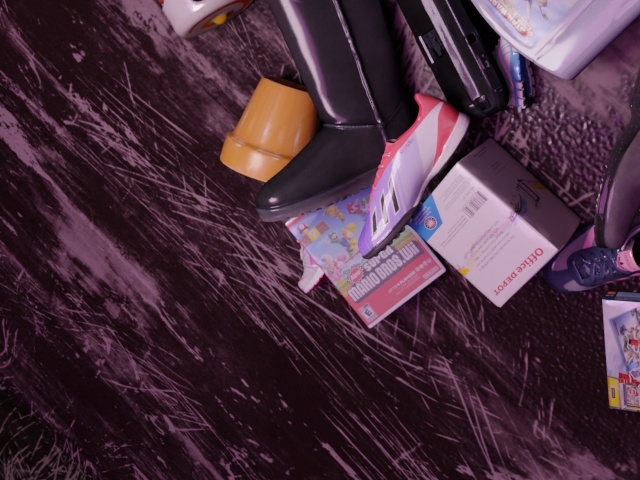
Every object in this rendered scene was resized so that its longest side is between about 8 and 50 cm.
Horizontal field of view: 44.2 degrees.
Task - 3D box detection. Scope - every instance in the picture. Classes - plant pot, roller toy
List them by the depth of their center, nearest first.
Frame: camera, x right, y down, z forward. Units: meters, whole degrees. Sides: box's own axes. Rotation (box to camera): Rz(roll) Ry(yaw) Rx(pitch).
[{"bbox_3d":[-0.233,-0.500,1.579,0.209,0.191,0.146,-25,98,38],"label":"roller toy"},{"bbox_3d":[-0.084,-0.230,1.619,0.205,0.205,0.188,24,108,22],"label":"plant pot"}]

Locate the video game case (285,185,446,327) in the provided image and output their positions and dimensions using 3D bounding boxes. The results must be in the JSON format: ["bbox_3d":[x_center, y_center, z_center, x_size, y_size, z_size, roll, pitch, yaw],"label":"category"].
[{"bbox_3d":[0.094,0.012,1.622,0.204,0.025,0.285,-38,97,7],"label":"video game case"}]

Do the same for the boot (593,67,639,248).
[{"bbox_3d":[0.574,-0.121,1.231,0.222,0.118,0.338,20,103,25],"label":"boot"}]

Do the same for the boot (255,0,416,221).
[{"bbox_3d":[-0.020,-0.300,1.456,0.146,0.367,0.445,23,135,66],"label":"boot"}]

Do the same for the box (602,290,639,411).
[{"bbox_3d":[0.612,0.210,1.453,0.159,0.044,0.233,2,112,32],"label":"box"}]

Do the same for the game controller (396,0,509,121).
[{"bbox_3d":[0.224,-0.361,1.399,0.319,0.067,0.166,62,170,-5],"label":"game controller"}]

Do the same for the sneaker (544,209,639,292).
[{"bbox_3d":[0.517,0.021,1.372,0.319,0.131,0.112,-34,93,39],"label":"sneaker"}]

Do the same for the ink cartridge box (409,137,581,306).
[{"bbox_3d":[0.321,-0.035,1.449,0.232,0.168,0.171,44,128,8],"label":"ink cartridge box"}]

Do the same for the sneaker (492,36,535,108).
[{"bbox_3d":[0.323,-0.324,1.381,0.083,0.071,0.191,8,115,36],"label":"sneaker"}]

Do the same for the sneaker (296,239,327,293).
[{"bbox_3d":[0.000,0.000,1.726,0.111,0.103,0.252,33,117,18],"label":"sneaker"}]

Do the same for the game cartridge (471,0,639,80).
[{"bbox_3d":[0.350,-0.410,1.253,0.297,0.062,0.198,51,120,12],"label":"game cartridge"}]

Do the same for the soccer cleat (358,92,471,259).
[{"bbox_3d":[0.143,-0.115,1.432,0.116,0.108,0.318,32,100,-6],"label":"soccer cleat"}]
